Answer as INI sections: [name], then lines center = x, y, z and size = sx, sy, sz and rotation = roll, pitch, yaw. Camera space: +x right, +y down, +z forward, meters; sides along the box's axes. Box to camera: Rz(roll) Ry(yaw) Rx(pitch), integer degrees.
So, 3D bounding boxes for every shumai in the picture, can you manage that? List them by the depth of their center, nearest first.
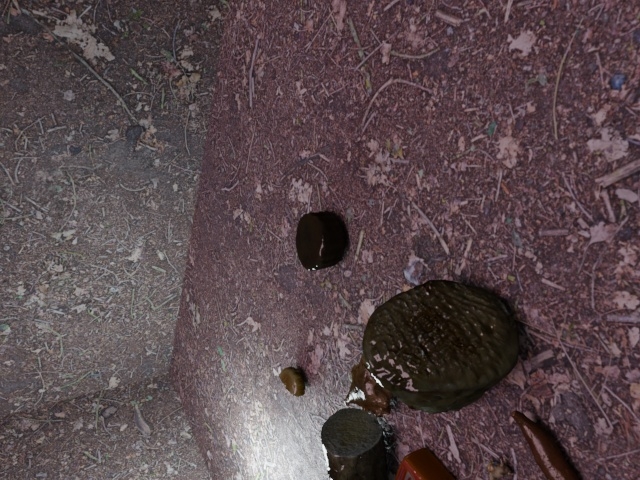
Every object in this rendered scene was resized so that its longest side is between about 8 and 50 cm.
[shumai]
center = 0.325, 0.325, 1.359
size = 0.323, 0.398, 0.324
rotation = 74, -178, -46

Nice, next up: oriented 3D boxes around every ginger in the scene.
[ginger]
center = 0.170, 0.527, 1.744
size = 0.219, 0.123, 0.270
rotation = 62, 151, 33

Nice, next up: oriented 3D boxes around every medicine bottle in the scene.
[medicine bottle]
center = 0.345, 0.780, 1.534
size = 0.222, 0.112, 0.149
rotation = 41, 128, 45

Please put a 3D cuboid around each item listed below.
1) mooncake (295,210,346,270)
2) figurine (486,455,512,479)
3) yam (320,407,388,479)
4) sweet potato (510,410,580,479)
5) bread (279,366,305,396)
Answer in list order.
[mooncake]
center = 0.000, 0.000, 1.894
size = 0.228, 0.124, 0.228
rotation = 14, 106, 59
[figurine]
center = 0.488, 0.630, 1.365
size = 0.083, 0.047, 0.050
rotation = 117, 148, -49
[yam]
center = 0.127, 0.809, 1.757
size = 0.241, 0.241, 0.348
rotation = 4, 105, 55
[sweet potato]
center = 0.573, 0.557, 1.206
size = 0.314, 0.066, 0.072
rotation = 61, 147, 24
[bread]
center = -0.120, 0.615, 2.211
size = 0.157, 0.083, 0.094
rotation = 22, 111, 50
